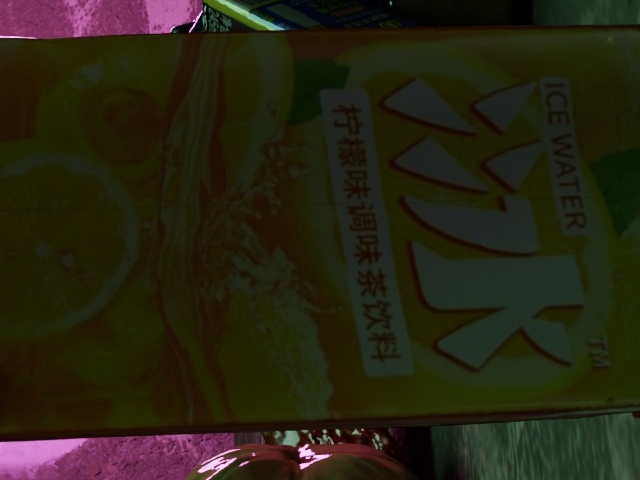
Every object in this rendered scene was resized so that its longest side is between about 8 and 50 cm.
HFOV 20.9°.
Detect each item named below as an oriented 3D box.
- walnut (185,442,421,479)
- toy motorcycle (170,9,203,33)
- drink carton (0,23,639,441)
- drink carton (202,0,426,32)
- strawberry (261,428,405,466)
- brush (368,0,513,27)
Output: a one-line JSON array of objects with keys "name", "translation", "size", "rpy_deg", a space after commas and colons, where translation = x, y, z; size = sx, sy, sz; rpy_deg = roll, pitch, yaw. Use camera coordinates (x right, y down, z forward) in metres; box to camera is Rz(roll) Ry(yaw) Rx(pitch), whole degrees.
[{"name": "walnut", "translation": [-0.009, 0.191, 0.869], "size": [0.155, 0.155, 0.184], "rpy_deg": [-134, 47, -81]}, {"name": "toy motorcycle", "translation": [-0.038, -0.115, 0.913], "size": [0.106, 0.159, 0.270], "rpy_deg": [18, 121, 41]}, {"name": "drink carton", "translation": [0.000, 0.000, 0.426], "size": [0.071, 0.223, 0.096], "rpy_deg": [138, 130, -80]}, {"name": "drink carton", "translation": [0.021, -0.045, 0.661], "size": [0.166, 0.056, 0.071], "rpy_deg": [32, 134, 43]}, {"name": "strawberry", "translation": [0.012, 0.129, 0.984], "size": [0.167, 0.087, 0.208], "rpy_deg": [99, 167, -51]}, {"name": "brush", "translation": [0.042, -0.101, 0.784], "size": [0.197, 0.059, 0.123], "rpy_deg": [-101, 11, -56]}]
